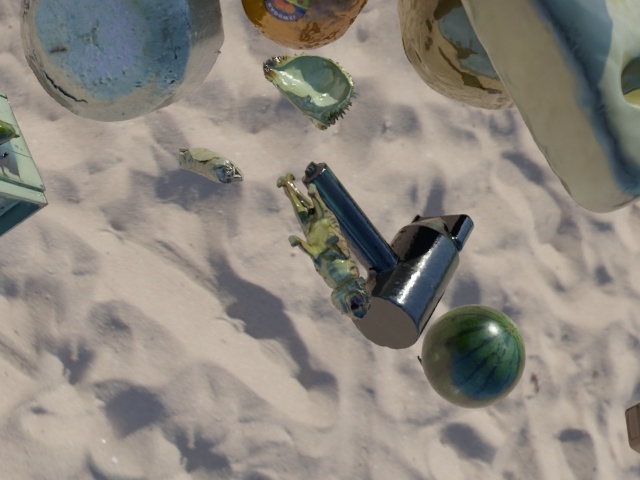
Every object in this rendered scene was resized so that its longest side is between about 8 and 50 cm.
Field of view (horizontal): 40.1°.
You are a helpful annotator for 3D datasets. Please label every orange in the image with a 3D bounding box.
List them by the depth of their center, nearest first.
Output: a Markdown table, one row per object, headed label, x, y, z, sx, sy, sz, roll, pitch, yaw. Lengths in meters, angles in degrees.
| label | x | y | z | sx | sy | sz | roll | pitch | yaw |
| --- | --- | --- | --- | --- | --- | --- | --- | --- | --- |
| orange | -0.012 | -0.295 | 0.959 | 0.155 | 0.177 | 0.177 | 27 | 80 | 2 |

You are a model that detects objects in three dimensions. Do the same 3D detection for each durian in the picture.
| label | x | y | z | sx | sy | sz | roll | pitch | yaw |
| --- | --- | --- | --- | --- | --- | --- | --- | --- | --- |
| durian | -0.020 | -0.300 | 1.754 | 0.139 | 0.252 | 0.144 | 1 | 135 | -51 |

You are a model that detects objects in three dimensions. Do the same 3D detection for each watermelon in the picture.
| label | x | y | z | sx | sy | sz | roll | pitch | yaw |
| --- | --- | --- | --- | --- | --- | --- | --- | --- | --- |
| watermelon | 0.267 | 0.215 | 1.585 | 0.188 | 0.214 | 0.188 | 28 | 37 | -24 |

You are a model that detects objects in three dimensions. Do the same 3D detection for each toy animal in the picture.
| label | x | y | z | sx | sy | sz | roll | pitch | yaw |
| --- | --- | --- | --- | --- | --- | --- | --- | --- | --- |
| toy animal | 0.000 | 0.000 | 1.067 | 0.057 | 0.241 | 0.099 | -30 | 131 | 5 |

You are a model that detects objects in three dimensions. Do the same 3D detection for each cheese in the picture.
| label | x | y | z | sx | sy | sz | roll | pitch | yaw |
| --- | --- | --- | --- | --- | --- | --- | --- | --- | --- |
| cheese | 0.302 | -0.247 | 0.872 | 0.351 | 0.130 | 0.328 | -39 | 99 | -24 |

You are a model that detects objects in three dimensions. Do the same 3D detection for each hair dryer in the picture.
| label | x | y | z | sx | sy | sz | roll | pitch | yaw |
| --- | --- | --- | --- | --- | --- | --- | --- | --- | --- |
| hair dryer | 0.093 | -0.026 | 1.319 | 0.302 | 0.116 | 0.244 | 53 | 47 | -22 |

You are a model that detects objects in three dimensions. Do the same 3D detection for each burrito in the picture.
| label | x | y | z | sx | sy | sz | roll | pitch | yaw |
| --- | --- | --- | --- | --- | --- | --- | --- | --- | --- |
| burrito | -0.173 | -0.119 | 1.376 | 0.058 | 0.188 | 0.045 | 8 | 101 | -35 |

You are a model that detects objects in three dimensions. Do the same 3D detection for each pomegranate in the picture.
| label | x | y | z | sx | sy | sz | roll | pitch | yaw |
| --- | --- | --- | --- | --- | --- | --- | --- | --- | --- |
| pomegranate | 0.276 | -0.333 | 1.299 | 0.319 | 0.319 | 0.319 | -2 | 94 | -27 |

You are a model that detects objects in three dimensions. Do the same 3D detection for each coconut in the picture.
| label | x | y | z | sx | sy | sz | roll | pitch | yaw |
| --- | --- | --- | --- | --- | --- | --- | --- | --- | --- |
| coconut | -0.216 | -0.245 | 1.007 | 0.224 | 0.234 | 0.224 | 2 | 104 | 6 |

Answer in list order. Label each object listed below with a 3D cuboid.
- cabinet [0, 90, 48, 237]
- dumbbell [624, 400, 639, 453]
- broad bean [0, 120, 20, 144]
| label | x | y | z | sx | sy | sz | roll | pitch | yaw |
| --- | --- | --- | --- | --- | --- | --- | --- | --- | --- |
| cabinet | -0.529 | -0.119 | 1.296 | 0.150 | 0.145 | 0.206 | -32 | 72 | 13 |
| dumbbell | 0.437 | 0.199 | 1.013 | 0.082 | 0.231 | 0.092 | 5 | 67 | -7 |
| broad bean | -0.507 | -0.122 | 1.099 | 0.255 | 0.046 | 0.065 | -6 | 117 | -31 |
